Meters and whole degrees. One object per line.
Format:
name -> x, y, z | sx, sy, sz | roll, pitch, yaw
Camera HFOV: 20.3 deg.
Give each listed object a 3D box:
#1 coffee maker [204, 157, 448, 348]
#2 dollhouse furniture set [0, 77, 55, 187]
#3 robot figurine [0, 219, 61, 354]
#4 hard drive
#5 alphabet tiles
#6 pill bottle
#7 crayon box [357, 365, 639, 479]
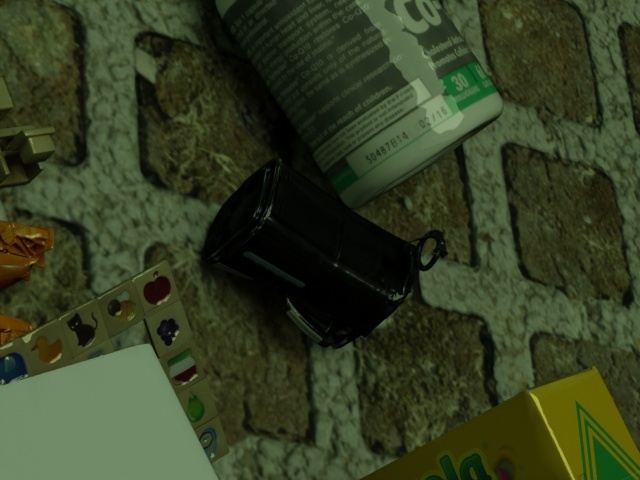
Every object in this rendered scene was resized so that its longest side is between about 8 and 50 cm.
coffee maker -> 0.000, 0.000, 1.772 | 0.178, 0.171, 0.120 | 33, 22, -23
dollhouse furniture set -> -0.298, -0.125, 1.591 | 0.161, 0.182, 0.101 | -11, 73, -42
robot figurine -> -0.366, 0.033, 1.512 | 0.291, 0.085, 0.211 | 11, 58, -35
hard drive -> -0.164, 0.251, 1.444 | 0.210, 0.040, 0.318 | -16, 66, -33
alphabet tiles -> -0.199, 0.155, 1.560 | 0.237, 0.009, 0.198 | -29, 113, -32
pill bottle -> 0.017, -0.233, 1.897 | 0.204, 0.204, 0.361 | -32, 88, -45
crayon box -> 0.162, 0.322, 1.578 | 0.106, 0.363, 0.313 | -17, 77, -43
